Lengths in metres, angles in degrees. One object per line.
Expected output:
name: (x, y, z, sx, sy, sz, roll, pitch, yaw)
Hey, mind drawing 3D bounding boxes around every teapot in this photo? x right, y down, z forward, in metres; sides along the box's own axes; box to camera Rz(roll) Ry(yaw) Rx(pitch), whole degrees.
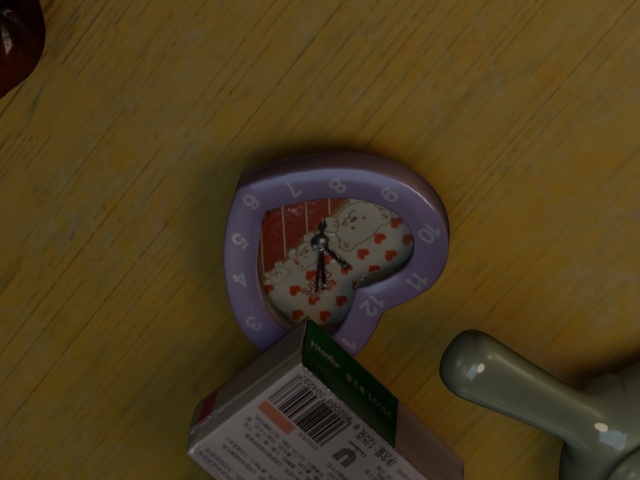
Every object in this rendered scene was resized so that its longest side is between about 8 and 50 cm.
teapot: (0.244, 0.181, 1.542, 0.318, 0.149, 0.220, 10, 113, 3)

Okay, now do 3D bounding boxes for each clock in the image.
clock: (0.000, 0.000, 1.545, 0.172, 0.064, 0.198, 40, 113, -13)

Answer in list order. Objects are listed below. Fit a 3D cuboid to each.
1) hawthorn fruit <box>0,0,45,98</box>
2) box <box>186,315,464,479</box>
hawthorn fruit: (-0.318, -0.170, 1.482, 0.194, 0.157, 0.157, -6, 114, 31)
box: (0.006, 0.178, 1.557, 0.135, 0.081, 0.199, -38, 107, 23)
